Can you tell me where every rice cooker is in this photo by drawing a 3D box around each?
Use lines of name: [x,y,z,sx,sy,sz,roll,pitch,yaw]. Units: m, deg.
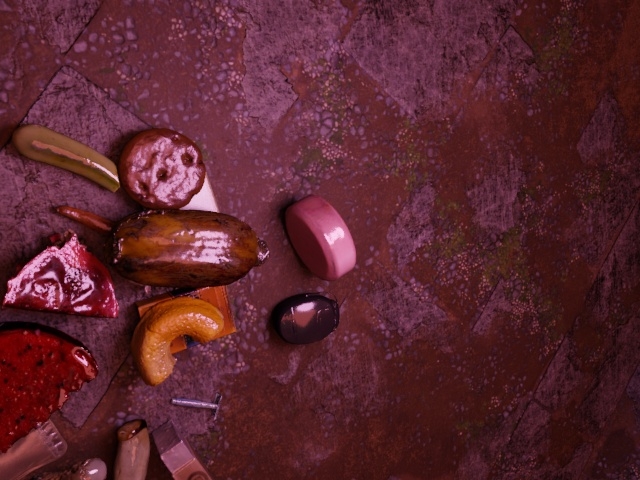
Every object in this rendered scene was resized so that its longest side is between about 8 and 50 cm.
rice cooker: [-0.040,0.222,1.667,0.203,0.118,0.142,-10,102,-26]

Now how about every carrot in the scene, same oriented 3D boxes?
carrot: [-0.545,-0.043,1.395,0.191,0.047,0.047,29,84,-27]

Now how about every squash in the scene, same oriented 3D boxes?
squash: [-0.583,-0.194,1.334,0.250,0.083,0.083,25,86,-32]

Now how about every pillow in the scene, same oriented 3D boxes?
pillow: [-0.740,0.526,1.392,0.217,0.033,0.130,-30,112,-21]

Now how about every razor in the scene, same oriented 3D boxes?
razor: [-0.348,0.453,1.593,0.135,0.040,0.068,15,90,-23]

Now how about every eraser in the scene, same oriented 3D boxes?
eraser: [-0.336,0.656,1.567,0.078,0.144,0.343,-33,113,-18]

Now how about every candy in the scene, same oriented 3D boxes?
candy: [0.000,0.000,1.585,0.094,0.255,0.255,-31,111,-21]

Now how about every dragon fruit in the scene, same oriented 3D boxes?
dragon fruit: [-0.710,0.310,1.326,0.343,0.100,0.282,-39,97,-8]
dragon fruit: [-0.608,0.080,1.347,0.262,0.134,0.211,22,76,-44]

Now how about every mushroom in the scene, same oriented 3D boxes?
mushroom: [-0.499,0.626,1.496,0.087,0.107,0.333,10,96,7]

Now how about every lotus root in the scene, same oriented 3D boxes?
lotus root: [-0.316,0.021,1.399,0.397,0.179,0.195,4,96,-30]

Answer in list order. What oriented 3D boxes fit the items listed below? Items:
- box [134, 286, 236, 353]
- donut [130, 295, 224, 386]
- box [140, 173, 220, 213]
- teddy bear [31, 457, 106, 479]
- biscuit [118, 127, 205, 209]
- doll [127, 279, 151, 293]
box: [-0.355,0.205,1.526,0.237,0.070,0.152,-18,106,-26]
donut: [-0.377,0.235,1.436,0.259,0.101,0.152,-42,109,-11]
box: [-0.364,-0.074,1.487,0.211,0.045,0.270,-25,110,-22]
teddy bear: [-0.629,0.687,1.410,0.267,0.156,0.256,-31,112,-34]
biscuit: [-0.386,-0.174,1.411,0.212,0.036,0.212,-4,98,-27]
doll: [-0.453,0.072,1.446,0.084,0.073,0.127,-35,109,-10]
